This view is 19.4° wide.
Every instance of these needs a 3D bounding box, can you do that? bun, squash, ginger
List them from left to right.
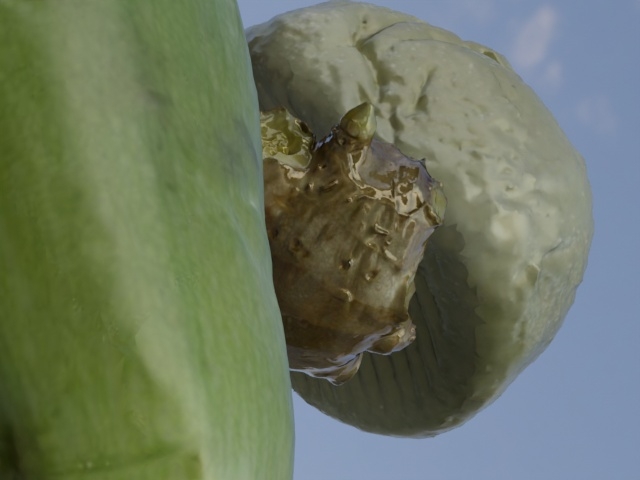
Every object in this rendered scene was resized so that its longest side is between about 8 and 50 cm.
[{"bbox_3d":[-0.081,-0.063,0.407,0.118,0.118,0.370,97,-23,-47],"label":"squash"},{"bbox_3d":[0.000,0.000,1.182,0.157,0.102,0.216,20,-58,0],"label":"ginger"},{"bbox_3d":[0.064,-0.029,1.471,0.352,0.227,0.349,-17,-81,53],"label":"bun"}]
